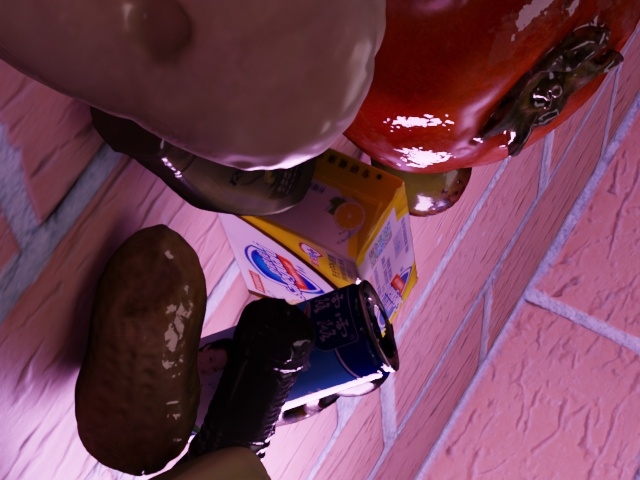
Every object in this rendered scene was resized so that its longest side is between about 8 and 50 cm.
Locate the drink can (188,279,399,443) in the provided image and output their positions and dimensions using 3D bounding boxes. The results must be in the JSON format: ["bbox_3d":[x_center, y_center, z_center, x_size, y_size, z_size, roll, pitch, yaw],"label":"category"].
[{"bbox_3d":[-0.050,0.119,1.547,0.097,0.235,0.097,-19,90,-79],"label":"drink can"}]

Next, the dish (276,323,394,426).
[{"bbox_3d":[0.020,0.126,1.899,0.273,0.134,0.273,-48,161,-22],"label":"dish"}]

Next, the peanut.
[{"bbox_3d":[-0.155,0.094,1.423,0.120,0.110,0.236,-25,130,-54],"label":"peanut"}]

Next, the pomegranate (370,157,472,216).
[{"bbox_3d":[0.108,-0.077,1.931,0.159,0.129,0.129,-54,162,-22],"label":"pomegranate"}]

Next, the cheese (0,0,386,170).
[{"bbox_3d":[-0.067,-0.163,1.069,0.174,0.248,0.251,-64,172,17],"label":"cheese"}]

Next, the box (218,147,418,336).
[{"bbox_3d":[0.000,0.000,1.648,0.097,0.168,0.265,-61,165,-18],"label":"box"}]

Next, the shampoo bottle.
[{"bbox_3d":[-0.092,-0.088,1.357,0.350,0.084,0.126,14,81,-73],"label":"shampoo bottle"}]

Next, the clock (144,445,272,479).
[{"bbox_3d":[-0.206,0.300,1.317,0.286,0.117,0.348,-28,180,35],"label":"clock"}]

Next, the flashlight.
[{"bbox_3d":[-0.070,0.158,1.471,0.093,0.093,0.232,-33,148,-61],"label":"flashlight"}]

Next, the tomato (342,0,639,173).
[{"bbox_3d":[0.122,-0.218,1.427,0.325,0.290,0.293,-45,150,8],"label":"tomato"}]
